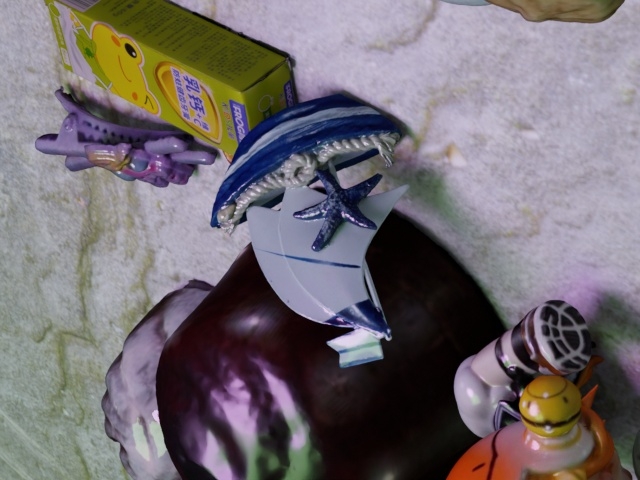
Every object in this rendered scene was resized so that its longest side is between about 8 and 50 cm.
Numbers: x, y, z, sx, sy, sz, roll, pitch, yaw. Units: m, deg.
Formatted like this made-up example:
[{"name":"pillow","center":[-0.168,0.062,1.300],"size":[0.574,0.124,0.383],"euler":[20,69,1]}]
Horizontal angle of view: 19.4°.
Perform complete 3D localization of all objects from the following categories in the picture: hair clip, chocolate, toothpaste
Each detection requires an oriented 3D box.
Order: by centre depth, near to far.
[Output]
[{"name":"chocolate","center":[-0.010,0.179,2.035],"size":[0.384,0.331,0.383],"euler":[33,148,24]},{"name":"toothpaste","center":[-0.166,-0.196,2.063],"size":[0.327,0.077,0.110],"euler":[29,144,33]},{"name":"hair clip","center":[-0.239,-0.108,2.258],"size":[0.278,0.090,0.137],"euler":[21,174,44]},{"name":"chocolate","center":[-0.163,0.232,2.420],"size":[0.303,0.213,0.303],"euler":[33,145,27]}]

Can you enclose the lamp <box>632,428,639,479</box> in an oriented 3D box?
[{"name":"lamp","center":[0.369,0.192,1.763],"size":[0.106,0.106,0.193],"euler":[48,143,4]}]

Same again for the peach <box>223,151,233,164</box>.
[{"name":"peach","center":[-0.077,-0.099,2.086],"size":[0.083,0.050,0.077],"euler":[44,152,2]}]

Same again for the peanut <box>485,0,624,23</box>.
[{"name":"peanut","center":[0.147,-0.275,1.483],"size":[0.253,0.137,0.122],"euler":[60,-177,-1]}]

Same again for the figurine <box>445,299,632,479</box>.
[{"name":"figurine","center":[0.207,0.250,1.807],"size":[0.196,0.323,0.320],"euler":[-5,140,13]}]

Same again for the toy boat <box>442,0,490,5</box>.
[{"name":"toy boat","center":[0.102,-0.263,1.625],"size":[0.208,0.079,0.134],"euler":[23,138,42]}]

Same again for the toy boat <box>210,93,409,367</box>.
[{"name":"toy boat","center":[0.018,-0.025,1.887],"size":[0.291,0.210,0.070],"euler":[47,-173,32]}]
